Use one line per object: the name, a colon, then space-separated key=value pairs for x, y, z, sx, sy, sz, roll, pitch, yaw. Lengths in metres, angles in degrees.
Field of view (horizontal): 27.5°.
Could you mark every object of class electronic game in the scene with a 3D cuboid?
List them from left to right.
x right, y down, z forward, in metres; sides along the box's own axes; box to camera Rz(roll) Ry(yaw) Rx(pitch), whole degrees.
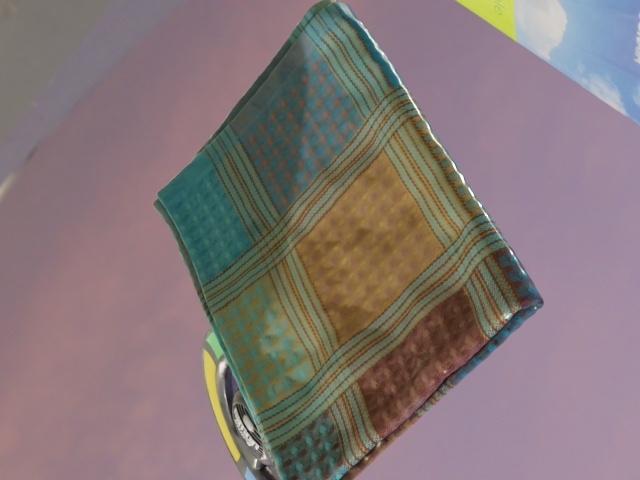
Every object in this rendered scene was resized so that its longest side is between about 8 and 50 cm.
electronic game: x=-0.060 y=0.188 z=1.340 sx=0.048 sy=0.229 sz=0.229 roll=-21 pitch=179 yaw=-25

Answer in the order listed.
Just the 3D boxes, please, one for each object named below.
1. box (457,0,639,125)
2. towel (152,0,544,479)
box: x=0.083 y=-0.112 z=0.434 sx=0.042 sy=0.109 sz=0.178 roll=-28 pitch=-133 yaw=-20
towel: x=0.000 y=0.000 z=1.073 sx=0.271 sy=0.040 sz=0.370 roll=-47 pitch=-132 yaw=22
